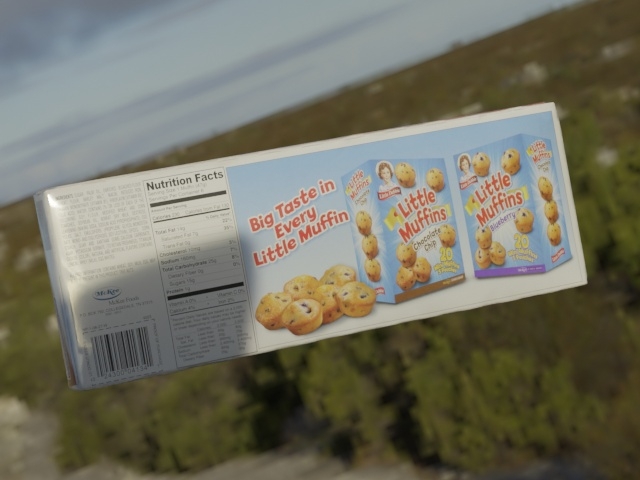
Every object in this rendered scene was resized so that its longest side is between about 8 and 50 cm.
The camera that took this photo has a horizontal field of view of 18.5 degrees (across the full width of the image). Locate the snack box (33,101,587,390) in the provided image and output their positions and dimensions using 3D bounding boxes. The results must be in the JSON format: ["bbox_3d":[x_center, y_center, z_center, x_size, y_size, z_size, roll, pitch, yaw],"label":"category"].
[{"bbox_3d":[0.000,0.000,0.639,0.178,0.064,0.022,-11,0,-19],"label":"snack box"}]
